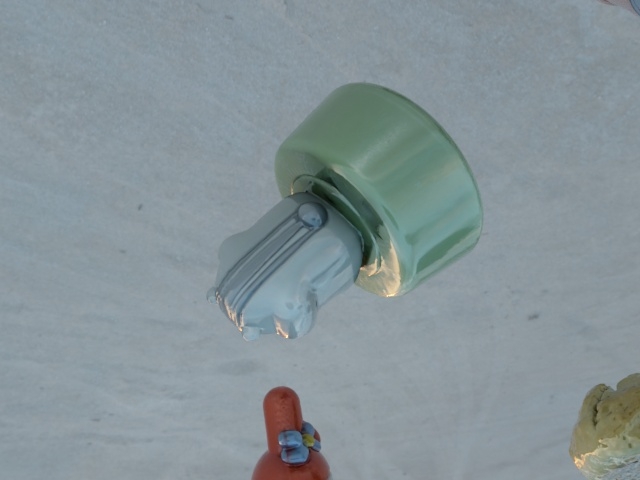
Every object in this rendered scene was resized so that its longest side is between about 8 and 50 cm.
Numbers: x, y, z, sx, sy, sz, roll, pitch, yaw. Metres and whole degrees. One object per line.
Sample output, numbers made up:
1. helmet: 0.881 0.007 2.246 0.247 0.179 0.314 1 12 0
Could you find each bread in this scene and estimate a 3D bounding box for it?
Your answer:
1. bread: 0.490 0.278 0.778 0.245 0.134 0.244 2 135 2

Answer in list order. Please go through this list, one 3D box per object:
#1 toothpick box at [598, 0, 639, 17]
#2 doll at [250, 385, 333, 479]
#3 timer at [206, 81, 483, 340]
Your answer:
1. toothpick box: 0.321 -0.276 0.519 0.099 0.148 0.098 2 124 3
2. doll: -0.042 0.374 0.811 0.130 0.290 0.161 -8 156 -2
3. timer: 0.000 0.000 0.686 0.315 0.291 0.290 -40 151 -20
